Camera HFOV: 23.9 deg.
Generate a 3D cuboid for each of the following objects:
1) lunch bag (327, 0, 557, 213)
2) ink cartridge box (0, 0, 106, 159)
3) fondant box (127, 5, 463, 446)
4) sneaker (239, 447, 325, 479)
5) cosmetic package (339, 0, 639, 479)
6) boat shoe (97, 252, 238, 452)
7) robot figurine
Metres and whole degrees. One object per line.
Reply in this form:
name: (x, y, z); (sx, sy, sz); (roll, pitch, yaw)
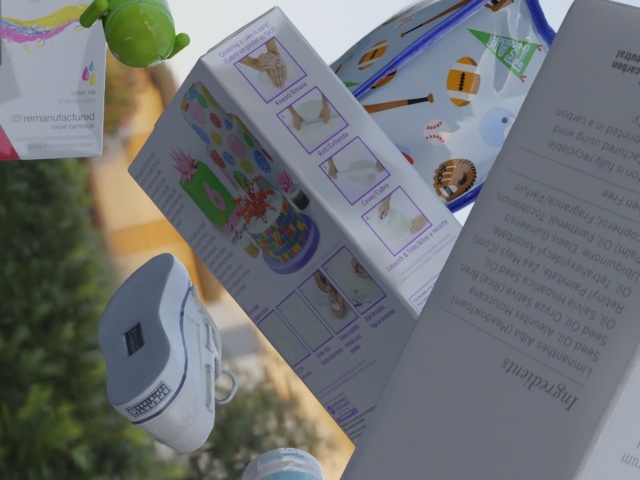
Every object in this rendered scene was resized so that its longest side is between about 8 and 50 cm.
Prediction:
lunch bag: (0.095, -0.128, 1.793); (0.239, 0.385, 0.328); (57, -3, -10)
ink cartridge box: (-0.373, -0.253, 1.781); (0.131, 0.226, 0.306); (34, -57, 56)
fondant box: (0.000, 0.000, 1.267); (0.330, 0.096, 0.238); (49, -28, 1)
sneaker: (-0.037, 0.413, 1.688); (0.150, 0.135, 0.366); (-99, -179, -56)
cosmetic package: (0.164, 0.121, 0.852); (0.161, 0.230, 0.453); (28, -87, 52)
boat shoe: (-0.174, 0.147, 1.866); (0.156, 0.136, 0.367); (50, 6, -23)
robot figurine: (-0.174, -0.208, 1.440); (0.067, 0.101, 0.115); (-55, -150, 23)
